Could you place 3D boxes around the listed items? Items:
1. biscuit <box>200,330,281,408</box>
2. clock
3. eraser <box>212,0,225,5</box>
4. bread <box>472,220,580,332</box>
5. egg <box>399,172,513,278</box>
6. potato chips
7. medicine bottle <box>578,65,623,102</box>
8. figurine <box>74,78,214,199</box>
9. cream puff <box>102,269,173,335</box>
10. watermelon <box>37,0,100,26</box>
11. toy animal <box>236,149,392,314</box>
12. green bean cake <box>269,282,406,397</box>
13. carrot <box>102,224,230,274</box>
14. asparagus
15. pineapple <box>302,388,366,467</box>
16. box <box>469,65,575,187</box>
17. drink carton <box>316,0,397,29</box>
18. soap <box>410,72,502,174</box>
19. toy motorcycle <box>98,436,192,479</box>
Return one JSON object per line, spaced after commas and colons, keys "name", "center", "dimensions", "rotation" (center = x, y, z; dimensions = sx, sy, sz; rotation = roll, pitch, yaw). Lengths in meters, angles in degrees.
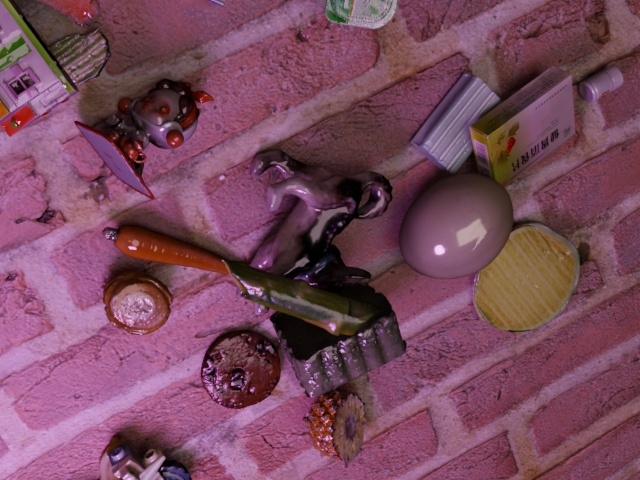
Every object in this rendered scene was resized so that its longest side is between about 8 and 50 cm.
{"name": "biscuit", "center": [-0.176, 0.292, 1.881], "dimensions": [0.192, 0.049, 0.192], "rotation": [-8, 111, -23]}
{"name": "clock", "center": [-0.614, -0.268, 1.437], "dimensions": [0.309, 0.166, 0.235], "rotation": [-36, 104, -3]}
{"name": "eraser", "center": [-0.224, -0.475, 1.586], "dimensions": [0.085, 0.063, 0.027], "rotation": [17, 103, -24]}
{"name": "bread", "center": [0.508, 0.096, 2.078], "dimensions": [0.301, 0.045, 0.301], "rotation": [-6, 109, -17]}
{"name": "egg", "center": [0.301, -0.029, 1.854], "dimensions": [0.219, 0.219, 0.269], "rotation": [38, 110, -27]}
{"name": "potato chips", "center": [-0.486, -0.321, 1.558], "dimensions": [0.207, 0.028, 0.092], "rotation": [-30, 116, -9]}
{"name": "medicine bottle", "center": [0.659, -0.367, 1.966], "dimensions": [0.089, 0.057, 0.057], "rotation": [-30, 116, -9]}
{"name": "figurine", "center": [-0.310, -0.221, 1.594], "dimensions": [0.226, 0.183, 0.160], "rotation": [-43, 127, -16]}
{"name": "cream puff", "center": [-0.377, 0.123, 1.714], "dimensions": [0.144, 0.103, 0.126], "rotation": [25, 93, -26]}
{"name": "watermelon", "center": [-0.468, -0.542, 1.378], "dimensions": [0.302, 0.151, 0.264], "rotation": [23, 56, -34]}
{"name": "toy animal", "center": [0.000, 0.000, 1.764], "dimensions": [0.303, 0.194, 0.344], "rotation": [3, 106, -22]}
{"name": "green bean cake", "center": [0.039, 0.206, 1.825], "dimensions": [0.255, 0.241, 0.132], "rotation": [-25, 113, -12]}
{"name": "carrot", "center": [-0.293, 0.028, 1.736], "dimensions": [0.336, 0.069, 0.069], "rotation": [18, 101, -29]}
{"name": "asparagus", "center": [-0.043, 0.115, 1.646], "dimensions": [0.343, 0.082, 0.085], "rotation": [17, 103, -17]}
{"name": "pineapple", "center": [0.014, 0.431, 1.965], "dimensions": [0.161, 0.137, 0.176], "rotation": [-41, 122, -51]}
{"name": "box", "center": [0.460, -0.249, 1.882], "dimensions": [0.260, 0.062, 0.175], "rotation": [-37, 136, -15]}
{"name": "drink carton", "center": [0.064, -0.499, 1.645], "dimensions": [0.144, 0.142, 0.146], "rotation": [4, 106, -20]}
{"name": "soap", "center": [0.308, -0.259, 1.863], "dimensions": [0.119, 0.066, 0.198], "rotation": [37, 92, -31]}
{"name": "toy motorcycle", "center": [-0.482, 0.596, 1.809], "dimensions": [0.410, 0.169, 0.237], "rotation": [-38, 123, -11]}
